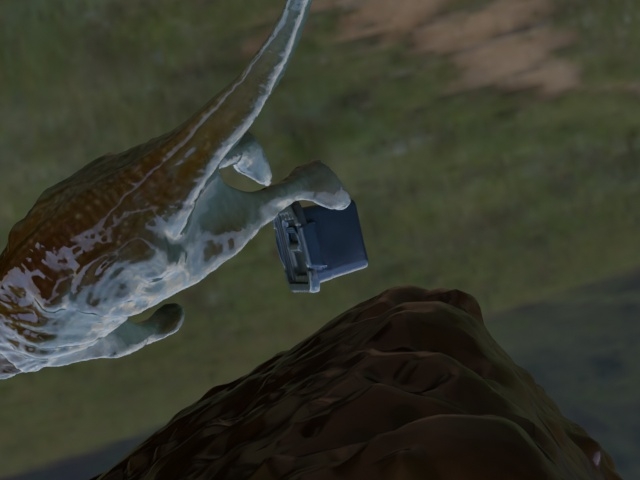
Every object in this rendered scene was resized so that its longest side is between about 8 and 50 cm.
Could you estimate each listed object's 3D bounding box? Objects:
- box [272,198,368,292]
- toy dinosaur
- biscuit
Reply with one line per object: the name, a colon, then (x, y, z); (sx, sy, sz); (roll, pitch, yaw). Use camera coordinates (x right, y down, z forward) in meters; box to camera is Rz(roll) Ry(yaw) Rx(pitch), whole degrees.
box: (0.000, 0.000, 1.527); (0.054, 0.074, 0.099); (-16, -177, -13)
toy dinosaur: (-0.072, -0.022, 0.958); (0.205, 0.092, 0.393); (-22, 165, -37)
biscuit: (-0.044, 0.165, 0.663); (0.343, 0.166, 0.395); (-37, -178, 2)
